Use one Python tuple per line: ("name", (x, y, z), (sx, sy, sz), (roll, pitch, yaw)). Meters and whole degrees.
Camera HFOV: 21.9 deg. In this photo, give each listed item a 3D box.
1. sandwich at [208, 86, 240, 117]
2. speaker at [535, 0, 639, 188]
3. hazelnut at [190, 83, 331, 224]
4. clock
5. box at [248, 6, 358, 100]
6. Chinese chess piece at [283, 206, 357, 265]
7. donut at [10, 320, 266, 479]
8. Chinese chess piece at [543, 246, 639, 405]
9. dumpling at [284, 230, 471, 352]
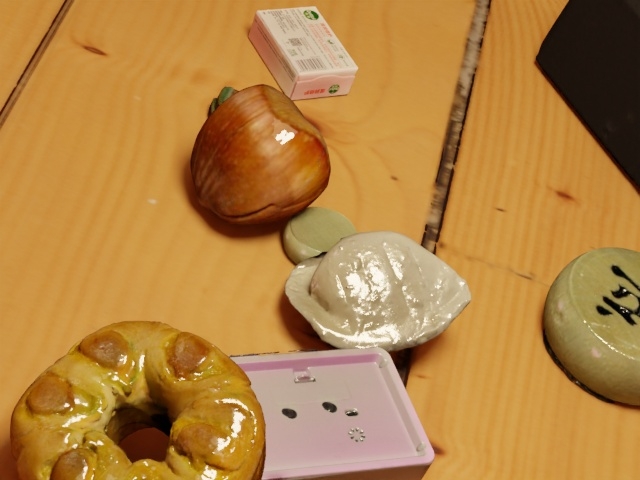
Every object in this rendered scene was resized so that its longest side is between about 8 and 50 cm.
("sandwich", (-0.079, -0.123, 1.902), (0.135, 0.029, 0.067), (39, 45, 16))
("speaker", (0.466, -0.172, 2.095), (0.184, 0.180, 0.388), (-5, 49, -37))
("hazelnut", (-0.070, -0.089, 1.792), (0.150, 0.150, 0.150), (12, 43, -12))
("clock", (-0.007, 0.181, 1.595), (0.197, 0.063, 0.150), (-2, 48, -26))
("box", (-0.022, -0.231, 2.028), (0.089, 0.043, 0.125), (-8, 50, -30))
("Chinese chess piece", (0.000, 0.000, 1.808), (0.084, 0.034, 0.084), (11, 42, -10))
("donut", (-0.155, 0.179, 1.457), (0.226, 0.114, 0.226), (-3, 54, 4))
("Chinese chess piece", (0.340, 0.092, 1.825), (0.188, 0.083, 0.188), (14, 43, -14))
("dumpling", (0.055, 0.064, 1.721), (0.176, 0.092, 0.150), (26, 54, -11))
